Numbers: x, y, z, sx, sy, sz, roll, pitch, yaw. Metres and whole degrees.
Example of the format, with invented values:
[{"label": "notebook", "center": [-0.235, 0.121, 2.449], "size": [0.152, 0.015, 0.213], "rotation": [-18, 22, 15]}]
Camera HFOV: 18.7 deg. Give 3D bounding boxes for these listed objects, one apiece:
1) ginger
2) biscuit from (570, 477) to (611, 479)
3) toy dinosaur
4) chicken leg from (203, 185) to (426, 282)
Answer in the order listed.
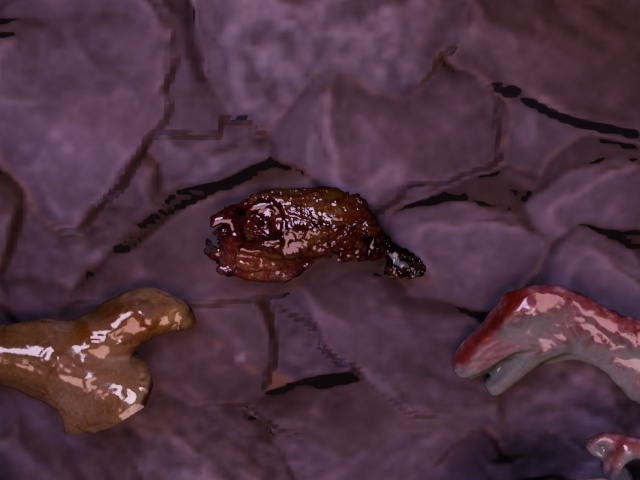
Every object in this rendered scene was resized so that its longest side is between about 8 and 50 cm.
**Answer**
[{"label": "ginger", "center": [-0.091, 0.048, 0.720], "size": [0.097, 0.030, 0.048], "rotation": [-14, 88, -2]}, {"label": "biscuit", "center": [0.099, 0.148, 0.773], "size": [0.152, 0.020, 0.152], "rotation": [1, 131, 1]}, {"label": "toy dinosaur", "center": [0.183, 0.002, 0.711], "size": [0.167, 0.053, 0.242], "rotation": [31, 117, -11]}, {"label": "chicken leg", "center": [-0.001, -0.002, 0.710], "size": [0.083, 0.021, 0.036], "rotation": [0, 106, -11]}]
